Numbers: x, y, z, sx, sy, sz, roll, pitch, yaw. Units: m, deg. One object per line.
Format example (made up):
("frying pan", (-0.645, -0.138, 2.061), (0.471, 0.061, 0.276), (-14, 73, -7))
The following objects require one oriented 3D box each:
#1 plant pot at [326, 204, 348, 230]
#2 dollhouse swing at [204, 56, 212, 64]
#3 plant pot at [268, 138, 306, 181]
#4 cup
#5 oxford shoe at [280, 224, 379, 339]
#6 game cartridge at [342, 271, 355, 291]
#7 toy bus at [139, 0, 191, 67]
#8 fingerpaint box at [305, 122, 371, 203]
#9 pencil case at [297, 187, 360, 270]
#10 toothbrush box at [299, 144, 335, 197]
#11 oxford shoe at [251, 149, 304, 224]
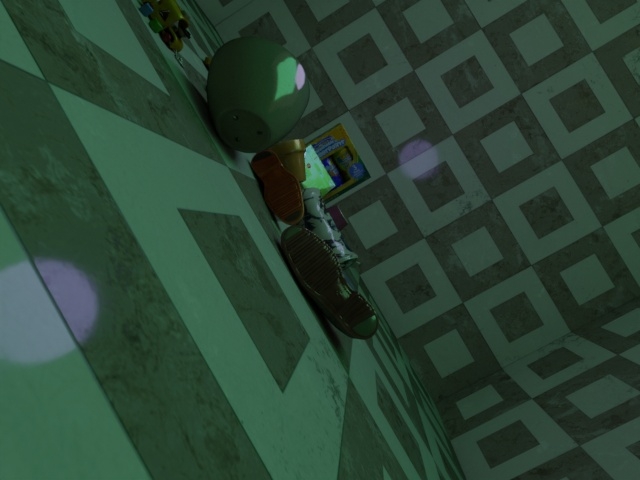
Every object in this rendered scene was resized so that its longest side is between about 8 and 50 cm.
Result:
("plant pot", (0.053, -0.106, 2.429), (0.201, 0.180, 0.201), (60, 6, -10))
("dollhouse swing", (-0.382, -0.674, 2.000), (0.347, 0.305, 0.315), (-60, 159, -75))
("plant pot", (-0.153, -0.353, 1.953), (0.205, 0.205, 0.187), (-68, 144, -83))
("cup", (-0.211, -0.411, 1.297), (0.331, 0.331, 0.236), (54, 34, -45))
("oxford shoe", (0.003, 0.136, 1.248), (0.397, 0.140, 0.146), (55, -25, 3))
("game cartridge", (0.108, 0.222, 1.867), (0.230, 0.068, 0.355), (53, 8, -23))
("toy bus", (-0.464, -0.689, 1.313), (0.202, 0.104, 0.191), (51, 11, -54))
("fingerpaint box", (0.025, -0.443, 2.571), (0.371, 0.445, 0.163), (58, 7, -18))
("pencil case", (0.004, -0.042, 1.766), (0.184, 0.160, 0.410), (13, 43, -56))
("toothbrush box", (-0.078, -0.367, 2.388), (0.122, 0.206, 0.283), (-10, -63, 53))
("oxford shoe", (-0.132, -0.173, 1.480), (0.363, 0.130, 0.132), (64, 1, 37))
